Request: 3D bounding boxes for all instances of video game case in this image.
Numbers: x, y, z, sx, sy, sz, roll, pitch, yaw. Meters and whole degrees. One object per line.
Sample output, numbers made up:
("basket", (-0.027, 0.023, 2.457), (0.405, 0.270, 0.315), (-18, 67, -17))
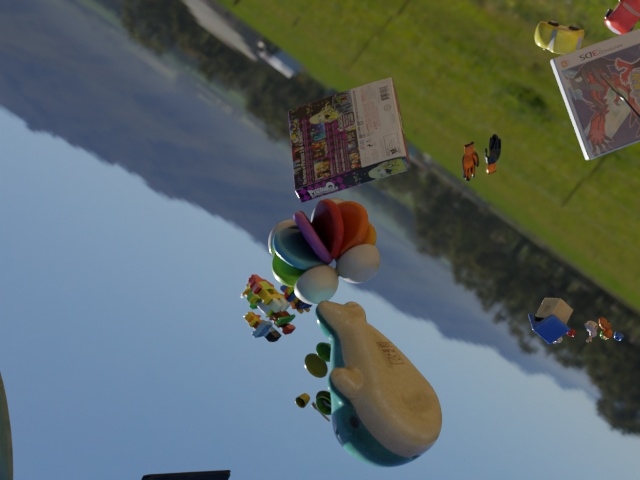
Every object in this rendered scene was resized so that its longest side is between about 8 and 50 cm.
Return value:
("video game case", (0.049, -0.187, 2.163), (0.232, 0.210, 0.042), (-97, -14, -45))
("video game case", (0.548, -0.274, 2.215), (0.023, 0.183, 0.201), (165, 85, -82))

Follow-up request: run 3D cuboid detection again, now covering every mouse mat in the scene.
("mouse mat", (0.406, -0.121, 1.410), (0.190, 0.007, 0.152), (44, -164, -10))

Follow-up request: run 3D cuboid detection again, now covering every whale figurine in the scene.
("whale figurine", (0.065, 0.220, 1.797), (0.216, 0.141, 0.272), (3, -130, -54))

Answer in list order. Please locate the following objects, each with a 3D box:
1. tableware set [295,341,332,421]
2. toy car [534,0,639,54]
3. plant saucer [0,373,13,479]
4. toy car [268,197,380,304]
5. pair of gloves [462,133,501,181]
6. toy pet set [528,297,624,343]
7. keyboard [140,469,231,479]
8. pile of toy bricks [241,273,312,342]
("tableware set", (0.004, 0.242, 2.018), (0.104, 0.154, 0.024), (43, -138, 10))
("toy car", (0.569, -0.367, 2.373), (0.225, 0.239, 0.053), (65, -157, -16))
("plant saucer", (-0.462, 0.282, 1.528), (0.044, 0.317, 0.317), (1, -156, -30))
("toy car", (0.000, 0.000, 1.904), (0.159, 0.182, 0.136), (59, 173, 36))
("pair of gloves", (0.269, -0.137, 1.970), (0.010, 0.083, 0.074), (37, 139, 45))
("toy pet set", (0.395, 0.147, 1.885), (0.114, 0.065, 0.122), (39, 159, -24))
("keyboard", (-0.249, 0.443, 2.075), (0.180, 0.108, 0.023), (6, -151, -39))
("pile of toy bricks", (-0.096, 0.109, 2.132), (0.105, 0.118, 0.212), (44, -165, 15))
